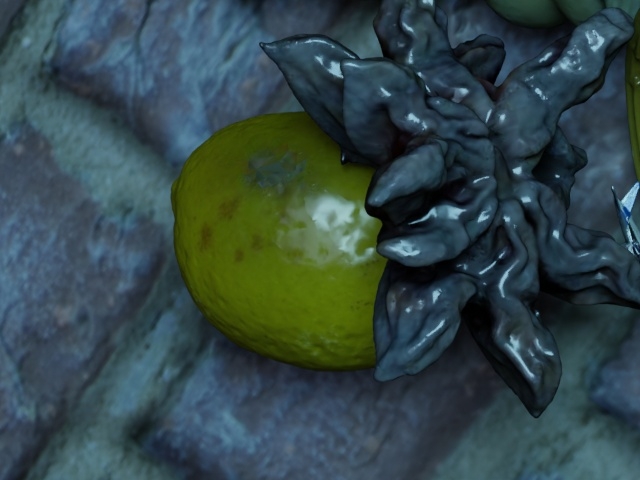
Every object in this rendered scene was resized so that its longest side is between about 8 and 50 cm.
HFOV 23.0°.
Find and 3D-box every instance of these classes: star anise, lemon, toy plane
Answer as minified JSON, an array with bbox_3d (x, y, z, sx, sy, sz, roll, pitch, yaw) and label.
[{"bbox_3d":[0.086,-0.035,0.898,0.129,0.212,0.283,-14,85,59],"label":"star anise"},{"bbox_3d":[0.000,0.000,1.019,0.207,0.170,0.170,7,86,23],"label":"lemon"},{"bbox_3d":[0.198,0.006,0.979,0.024,0.078,0.084,-17,75,10],"label":"toy plane"}]

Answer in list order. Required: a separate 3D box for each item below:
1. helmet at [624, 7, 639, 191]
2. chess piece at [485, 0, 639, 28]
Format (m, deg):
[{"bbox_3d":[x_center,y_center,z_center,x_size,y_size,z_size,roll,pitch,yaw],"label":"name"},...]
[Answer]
[{"bbox_3d":[0.275,-0.032,0.909,0.140,0.205,0.257,-16,106,-4],"label":"helmet"},{"bbox_3d":[0.053,-0.231,1.033,0.330,0.182,0.182,7,86,29],"label":"chess piece"}]
